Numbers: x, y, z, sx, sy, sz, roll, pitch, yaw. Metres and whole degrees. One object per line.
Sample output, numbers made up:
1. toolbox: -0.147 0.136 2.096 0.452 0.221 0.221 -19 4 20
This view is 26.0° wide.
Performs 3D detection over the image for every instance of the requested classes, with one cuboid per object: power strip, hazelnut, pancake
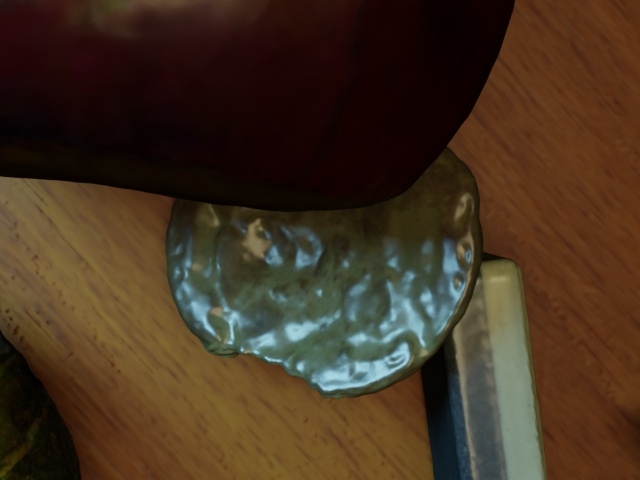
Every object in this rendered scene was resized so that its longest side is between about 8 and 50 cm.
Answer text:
1. power strip: 0.119 0.138 1.001 0.070 0.105 0.257 -7 95 -7
2. hazelnut: -0.092 -0.194 0.835 0.429 0.402 0.402 1 94 8
3. pancake: 0.001 0.000 0.964 0.236 0.042 0.222 -4 75 25

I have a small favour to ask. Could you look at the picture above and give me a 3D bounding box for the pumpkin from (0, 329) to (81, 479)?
1. pumpkin: -0.289 0.142 0.934 0.260 0.189 0.260 2 114 5
